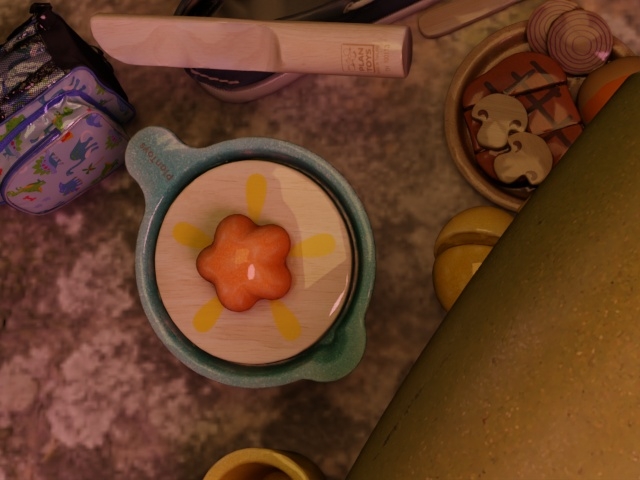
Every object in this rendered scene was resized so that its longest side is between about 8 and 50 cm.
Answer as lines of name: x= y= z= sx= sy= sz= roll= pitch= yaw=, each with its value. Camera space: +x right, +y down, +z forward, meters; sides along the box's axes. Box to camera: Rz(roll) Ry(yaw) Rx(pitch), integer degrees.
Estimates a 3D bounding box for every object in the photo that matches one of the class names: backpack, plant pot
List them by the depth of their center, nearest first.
plant pot: x=0.128 y=0.122 z=0.724 sx=0.293 sy=0.275 sz=0.275 roll=-42 pitch=73 yaw=1
backpack: x=-0.173 y=-0.065 z=0.939 sx=0.114 sy=0.105 sz=0.084 roll=-32 pitch=71 yaw=5

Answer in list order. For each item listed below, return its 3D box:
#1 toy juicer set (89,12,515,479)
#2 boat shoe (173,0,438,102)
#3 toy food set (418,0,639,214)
toy juicer set: x=0.000 y=0.000 z=0.855 sx=0.209 sy=0.089 sz=0.329 roll=-17 pitch=85 yaw=14
boat shoe: x=0.021 y=-0.179 z=0.953 sx=0.254 sy=0.079 sz=0.095 roll=-30 pitch=73 yaw=0
toy food set: x=0.136 y=-0.077 z=0.927 sx=0.132 sy=0.038 sz=0.192 roll=-22 pitch=72 yaw=3
